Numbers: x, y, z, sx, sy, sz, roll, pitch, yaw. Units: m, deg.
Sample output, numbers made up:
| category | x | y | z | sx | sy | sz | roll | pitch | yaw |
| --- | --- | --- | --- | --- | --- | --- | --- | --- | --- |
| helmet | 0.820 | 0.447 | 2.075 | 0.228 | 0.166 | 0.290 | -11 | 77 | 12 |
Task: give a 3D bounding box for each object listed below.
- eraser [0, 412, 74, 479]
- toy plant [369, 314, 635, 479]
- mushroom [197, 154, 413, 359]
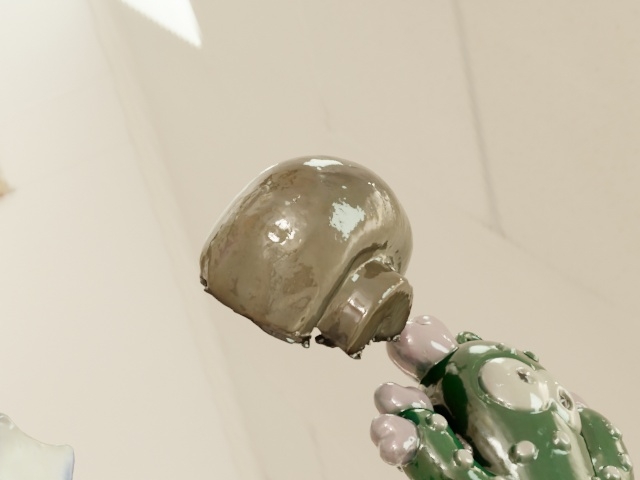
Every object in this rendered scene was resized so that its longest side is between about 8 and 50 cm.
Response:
| category | x | y | z | sx | sy | sz | roll | pitch | yaw |
| --- | --- | --- | --- | --- | --- | --- | --- | --- | --- |
| eraser | -0.097 | 0.084 | 0.321 | 0.027 | 0.084 | 0.063 | 35 | 43 | -37 |
| toy plant | 0.141 | 0.153 | 1.025 | 0.232 | 0.112 | 0.243 | 34 | 27 | -9 |
| mushroom | 0.000 | 0.000 | 0.968 | 0.141 | 0.188 | 0.117 | 25 | -69 | 23 |
